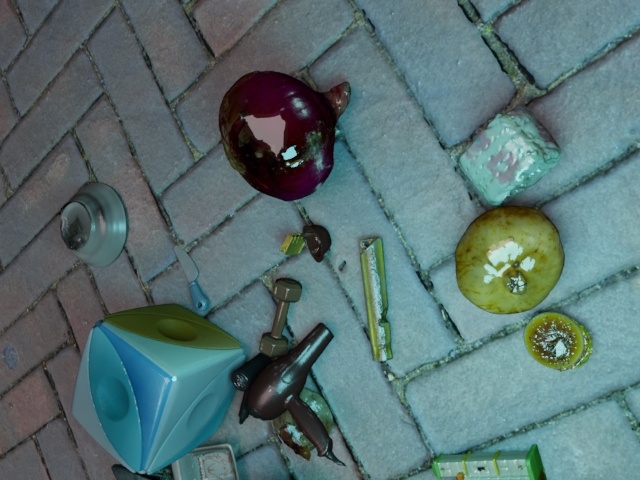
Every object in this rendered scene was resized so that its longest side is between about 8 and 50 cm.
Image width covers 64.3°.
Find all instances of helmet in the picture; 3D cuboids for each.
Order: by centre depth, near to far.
[{"bbox_3d":[0.000,0.000,1.421,0.089,0.057,0.111,-22,91,61],"label":"helmet"}]

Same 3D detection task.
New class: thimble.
[{"bbox_3d":[0.417,-0.185,1.117,0.185,0.211,0.149,-32,74,-6],"label":"thimble"}]

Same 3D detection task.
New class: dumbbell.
[{"bbox_3d":[-0.115,0.222,1.474,0.092,0.082,0.231,20,101,24],"label":"dumbbell"}]

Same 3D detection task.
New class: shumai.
[{"bbox_3d":[-0.072,0.522,1.445,0.201,0.120,0.201,3,97,27],"label":"shumai"}]

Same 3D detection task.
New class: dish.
[{"bbox_3d":[-0.359,0.722,1.611,0.234,0.064,0.154,-13,85,14],"label":"dish"},{"bbox_3d":[-0.837,-0.054,1.819,0.316,0.106,0.317,1,93,27],"label":"dish"}]

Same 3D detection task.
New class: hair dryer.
[{"bbox_3d":[-0.013,0.426,1.344,0.312,0.123,0.340,-44,57,-4],"label":"hair dryer"},{"bbox_3d":[-0.221,0.467,1.526,0.070,0.128,0.255,26,114,23],"label":"hair dryer"}]

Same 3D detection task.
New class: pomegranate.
[{"bbox_3d":[0.411,0.044,1.116,0.248,0.248,0.248,1,93,27],"label":"pomegranate"}]

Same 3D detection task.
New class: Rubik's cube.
[{"bbox_3d":[-0.477,0.417,1.517,0.347,0.352,0.352,26,101,23],"label":"Rubik's cube"}]

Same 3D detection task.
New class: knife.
[{"bbox_3d":[-0.420,0.116,1.661,0.058,0.032,0.244,-32,74,27],"label":"knife"}]

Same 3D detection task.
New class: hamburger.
[{"bbox_3d":[0.531,0.226,1.144,0.141,0.081,0.126,42,109,20],"label":"hamburger"}]

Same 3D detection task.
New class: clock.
[{"bbox_3d":[0.411,0.618,1.216,0.255,0.106,0.220,-17,83,31],"label":"clock"}]

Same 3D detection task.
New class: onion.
[{"bbox_3d":[-0.067,-0.299,1.332,0.385,0.348,0.348,-34,74,-11],"label":"onion"}]

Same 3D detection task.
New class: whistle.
[{"bbox_3d":[0.146,0.155,1.352,0.068,0.057,0.327,-7,89,27],"label":"whistle"}]

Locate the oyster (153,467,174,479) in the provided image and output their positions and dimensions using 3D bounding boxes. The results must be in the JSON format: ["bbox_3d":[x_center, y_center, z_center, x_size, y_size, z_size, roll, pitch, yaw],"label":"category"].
[{"bbox_3d":[-0.541,0.814,1.713,0.199,0.087,0.252,43,118,7],"label":"oyster"}]

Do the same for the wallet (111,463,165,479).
[{"bbox_3d":[-0.563,0.861,1.683,0.290,0.054,0.251,-4,108,41],"label":"wallet"}]

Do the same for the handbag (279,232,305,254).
[{"bbox_3d":[-0.077,0.010,1.445,0.027,0.083,0.061,35,105,21],"label":"handbag"}]
